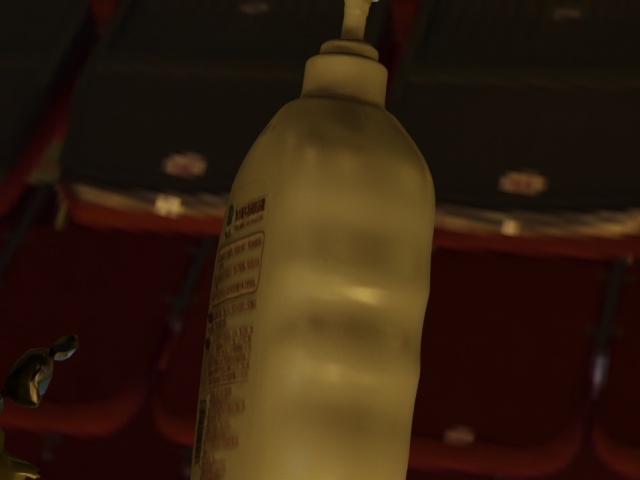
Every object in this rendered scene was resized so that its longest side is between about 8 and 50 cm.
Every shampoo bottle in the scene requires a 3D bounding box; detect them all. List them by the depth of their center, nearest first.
[{"bbox_3d":[0.000,0.000,0.483,0.045,0.152,0.077,10,168,-20],"label":"shampoo bottle"}]

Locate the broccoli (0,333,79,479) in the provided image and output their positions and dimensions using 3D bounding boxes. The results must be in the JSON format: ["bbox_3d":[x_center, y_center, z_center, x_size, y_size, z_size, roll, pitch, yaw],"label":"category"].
[{"bbox_3d":[-0.182,0.129,0.519,0.348,0.293,0.281,34,150,-33],"label":"broccoli"}]
